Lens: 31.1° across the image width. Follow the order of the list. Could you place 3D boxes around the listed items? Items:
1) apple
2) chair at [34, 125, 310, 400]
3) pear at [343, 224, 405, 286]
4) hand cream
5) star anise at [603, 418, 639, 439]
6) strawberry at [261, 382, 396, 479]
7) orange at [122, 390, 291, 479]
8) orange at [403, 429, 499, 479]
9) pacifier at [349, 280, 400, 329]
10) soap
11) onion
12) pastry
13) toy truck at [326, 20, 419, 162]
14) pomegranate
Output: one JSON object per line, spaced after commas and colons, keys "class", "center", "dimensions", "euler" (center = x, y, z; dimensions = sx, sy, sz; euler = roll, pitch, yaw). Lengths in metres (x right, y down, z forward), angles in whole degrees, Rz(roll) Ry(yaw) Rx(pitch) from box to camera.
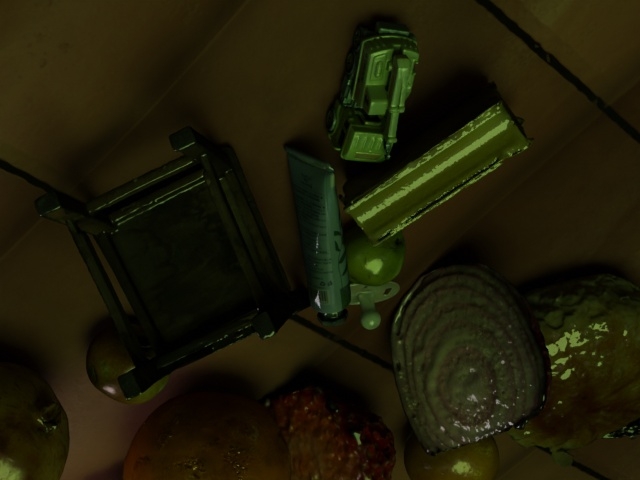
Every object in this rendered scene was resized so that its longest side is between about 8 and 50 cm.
{"class": "apple", "center": [-0.256, 0.166, 1.530], "dimensions": [0.114, 0.099, 0.102], "euler": [12, 128, -32]}
{"class": "chair", "center": [-0.152, 0.022, 1.397], "dimensions": [0.203, 0.416, 0.240], "euler": [-27, 89, 5]}
{"class": "pear", "center": [0.070, 0.016, 1.516], "dimensions": [0.092, 0.092, 0.097], "euler": [15, 124, -29]}
{"class": "hand cream", "center": [0.000, 0.000, 1.454], "dimensions": [0.055, 0.088, 0.256], "euler": [-31, 129, -27]}
{"class": "star anise", "center": [0.578, 0.289, 1.952], "dimensions": [0.212, 0.053, 0.157], "euler": [12, 126, -25]}
{"class": "strawberry", "center": [0.022, 0.310, 1.727], "dimensions": [0.178, 0.234, 0.234], "euler": [-10, 141, -53]}
{"class": "orange", "center": [-0.159, 0.331, 1.622], "dimensions": [0.240, 0.240, 0.240], "euler": [-10, 132, -11]}
{"class": "orange", "center": [0.209, 0.340, 1.829], "dimensions": [0.155, 0.134, 0.154], "euler": [6, 136, 6]}
{"class": "pacifier", "center": [0.063, 0.088, 1.585], "dimensions": [0.099, 0.078, 0.081], "euler": [-5, 153, -15]}
{"class": "soap", "center": [0.138, -0.096, 1.399], "dimensions": [0.233, 0.135, 0.076], "euler": [-32, 103, 13]}
{"class": "onion", "center": [0.222, 0.155, 1.612], "dimensions": [0.111, 0.247, 0.250], "euler": [-2, 160, -46]}
{"class": "pastry", "center": [0.376, 0.189, 1.737], "dimensions": [0.330, 0.136, 0.329], "euler": [-9, 133, -9]}
{"class": "toy truck", "center": [0.066, -0.166, 1.341], "dimensions": [0.077, 0.100, 0.169], "euler": [5, 128, -20]}
{"class": "pomegranate", "center": [-0.423, 0.260, 1.478], "dimensions": [0.215, 0.215, 0.215], "euler": [-10, 132, -11]}
